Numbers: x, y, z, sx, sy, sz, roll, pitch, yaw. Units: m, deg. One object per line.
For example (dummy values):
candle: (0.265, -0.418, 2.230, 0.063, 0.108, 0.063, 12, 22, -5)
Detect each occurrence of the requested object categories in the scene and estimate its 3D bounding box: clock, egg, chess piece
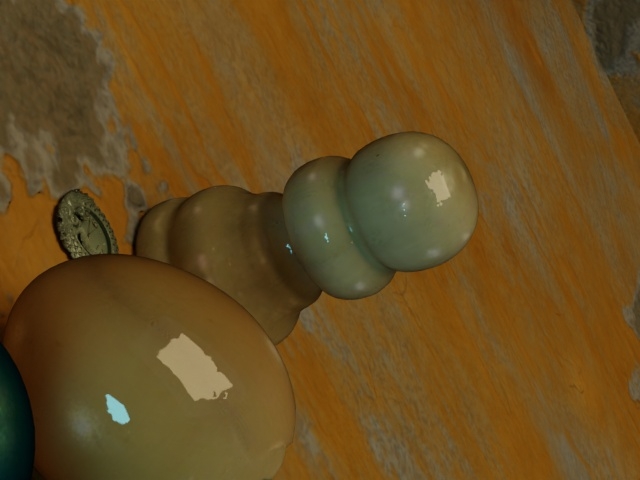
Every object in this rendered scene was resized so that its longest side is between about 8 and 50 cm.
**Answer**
clock: (-0.199, -0.004, 1.512, 0.083, 0.010, 0.074, 57, 30, -24)
egg: (-0.138, 0.113, 1.340, 0.244, 0.201, 0.201, 49, 33, -31)
chess piece: (0.000, 0.000, 1.558, 0.167, 0.299, 0.167, 38, 43, -45)

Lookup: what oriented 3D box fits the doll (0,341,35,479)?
doll: (-0.269, 0.164, 1.069, 0.186, 0.198, 0.322, 9, 66, -41)
